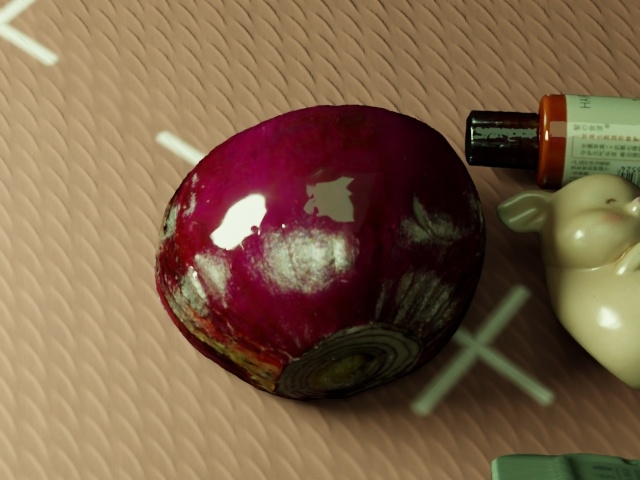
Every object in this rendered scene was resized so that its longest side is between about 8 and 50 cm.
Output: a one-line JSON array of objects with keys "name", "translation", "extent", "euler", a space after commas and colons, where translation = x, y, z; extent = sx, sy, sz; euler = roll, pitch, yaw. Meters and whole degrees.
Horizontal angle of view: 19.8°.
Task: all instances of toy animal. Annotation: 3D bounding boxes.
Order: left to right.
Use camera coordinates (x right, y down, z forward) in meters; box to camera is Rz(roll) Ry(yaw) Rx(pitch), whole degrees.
[{"name": "toy animal", "translation": [0.305, 0.041, 1.846], "extent": [0.154, 0.166, 0.250], "euler": [-41, 49, 25]}]

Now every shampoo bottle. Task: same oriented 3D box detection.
[{"name": "shampoo bottle", "translation": [0.294, -0.103, 1.964], "extent": [0.278, 0.104, 0.104], "euler": [3, 57, 2]}]

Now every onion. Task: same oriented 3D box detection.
[{"name": "onion", "translation": [0.000, 0.000, 1.813], "extent": [0.336, 0.260, 0.282], "euler": [-1, 62, -2]}]

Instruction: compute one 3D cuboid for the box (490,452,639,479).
[{"name": "box", "translation": [0.338, 0.269, 1.575], "extent": [0.396, 0.396, 0.111], "euler": [6, 93, 3]}]
